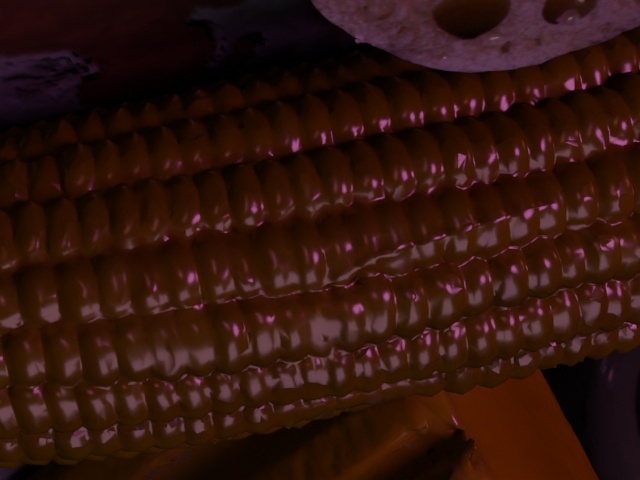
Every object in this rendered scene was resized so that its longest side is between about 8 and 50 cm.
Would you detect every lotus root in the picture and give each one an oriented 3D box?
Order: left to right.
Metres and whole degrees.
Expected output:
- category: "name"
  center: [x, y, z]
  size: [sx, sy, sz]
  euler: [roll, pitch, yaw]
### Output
- category: "lotus root"
  center: [0.043, -0.104, 0.393]
  size: [0.112, 0.081, 0.122]
  euler: [-20, 152, 8]

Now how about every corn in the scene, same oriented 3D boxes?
- category: "corn"
  center: [0.000, 0.000, 0.504]
  size: [0.344, 0.131, 0.131]
  euler: [-13, 151, -6]

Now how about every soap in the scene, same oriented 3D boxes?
- category: "soap"
  center: [-0.018, 0.153, 0.685]
  size: [0.096, 0.204, 0.324]
  euler: [-3, 152, -49]

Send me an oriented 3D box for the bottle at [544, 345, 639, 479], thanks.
- category: "bottle"
  center: [0.134, 0.182, 0.858]
  size: [0.168, 0.169, 0.347]
  euler: [0, 151, -29]
